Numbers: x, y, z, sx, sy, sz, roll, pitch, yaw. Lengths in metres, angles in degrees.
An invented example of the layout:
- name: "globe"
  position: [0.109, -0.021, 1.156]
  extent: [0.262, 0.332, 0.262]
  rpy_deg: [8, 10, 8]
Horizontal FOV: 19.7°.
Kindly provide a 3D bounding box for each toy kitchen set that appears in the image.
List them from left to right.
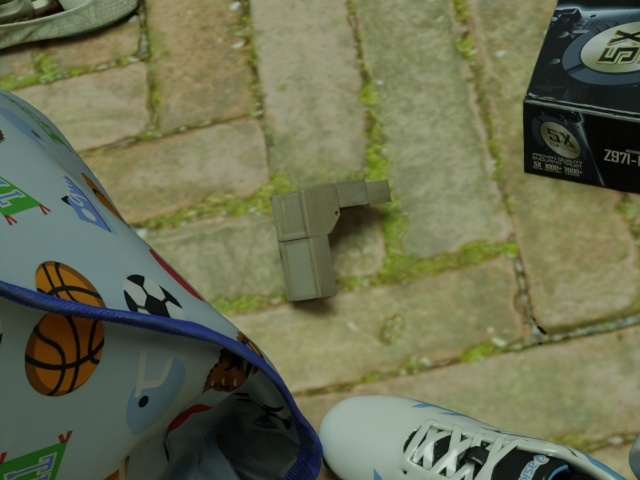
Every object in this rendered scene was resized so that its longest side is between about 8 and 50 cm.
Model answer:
- name: "toy kitchen set"
  position: [0.000, 0.000, 1.269]
  extent: [0.083, 0.075, 0.068]
  rpy_deg: [-9, 0, -44]

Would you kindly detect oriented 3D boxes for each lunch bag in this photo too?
- name: "lunch bag"
  position: [-0.209, 0.044, 1.075]
  extent: [0.328, 0.385, 0.239]
  rpy_deg: [44, 108, 32]

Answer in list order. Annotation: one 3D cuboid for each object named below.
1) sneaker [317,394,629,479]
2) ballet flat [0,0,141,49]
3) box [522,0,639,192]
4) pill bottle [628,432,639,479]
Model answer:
- name: "sneaker"
  position: [0.105, 0.142, 1.103]
  extent: [0.237, 0.086, 0.085]
  rpy_deg: [21, 58, 23]
- name: "ballet flat"
  position: [-0.217, -0.182, 1.419]
  extent: [0.168, 0.052, 0.057]
  rpy_deg: [-19, 51, -10]
- name: "box"
  position: [0.236, -0.125, 1.310]
  extent: [0.147, 0.077, 0.180]
  rpy_deg: [12, 53, 16]
- name: "pill bottle"
  position: [0.299, 0.049, 1.103]
  extent: [0.152, 0.152, 0.272]
  rpy_deg: [27, 71, 25]
